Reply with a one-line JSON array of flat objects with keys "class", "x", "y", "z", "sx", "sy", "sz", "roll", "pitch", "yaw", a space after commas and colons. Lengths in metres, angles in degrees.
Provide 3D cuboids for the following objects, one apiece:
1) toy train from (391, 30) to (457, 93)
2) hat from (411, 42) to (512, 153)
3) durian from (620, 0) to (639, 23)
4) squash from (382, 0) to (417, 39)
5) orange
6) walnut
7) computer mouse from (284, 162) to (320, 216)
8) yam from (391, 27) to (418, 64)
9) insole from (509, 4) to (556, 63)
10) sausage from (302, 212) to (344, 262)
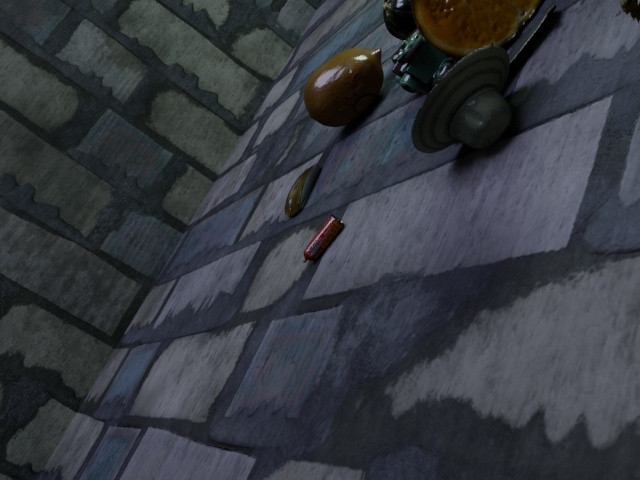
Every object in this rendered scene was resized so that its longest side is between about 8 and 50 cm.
[{"class": "toy train", "x": 0.295, "y": -0.511, "z": 1.760, "sx": 0.304, "sy": 0.150, "sz": 0.221, "roll": -55, "pitch": 9, "yaw": 3}, {"class": "hat", "x": 0.303, "y": -0.237, "z": 1.299, "sx": 0.252, "sy": 0.252, "sz": 0.110, "roll": -49, "pitch": 62, "yaw": 16}, {"class": "durian", "x": 0.531, "y": -0.413, "z": 1.038, "sx": 0.252, "sy": 0.139, "sz": 0.144, "roll": -60, "pitch": 24, "yaw": -15}, {"class": "squash", "x": 0.267, "y": -0.710, "z": 2.091, "sx": 0.193, "sy": 0.156, "sz": 0.193, "roll": 4, "pitch": -90, "yaw": -80}, {"class": "orange", "x": 0.346, "y": -0.558, "z": 1.524, "sx": 0.274, "sy": 0.274, "sz": 0.310, "roll": -22, "pitch": 32, "yaw": 57}, {"class": "walnut", "x": 0.082, "y": -0.477, "z": 2.097, "sx": 0.298, "sy": 0.203, "sz": 0.203, "roll": -43, "pitch": 23, "yaw": 22}, {"class": "computer mouse", "x": -0.062, "y": -0.163, "z": 2.134, "sx": 0.102, "sy": 0.045, "sz": 0.199, "roll": -30, "pitch": 31, "yaw": 55}, {"class": "yam", "x": 0.307, "y": -0.611, "z": 1.994, "sx": 0.253, "sy": 0.061, "sz": 0.061, "roll": -44, "pitch": 22, "yaw": 29}, {"class": "insole", "x": 0.378, "y": -0.355, "z": 1.440, "sx": 0.348, "sy": 0.009, "sz": 0.119, "roll": -51, "pitch": 3, "yaw": 6}, {"class": "sausage", "x": 0.000, "y": 0.000, "z": 1.722, "sx": 0.145, "sy": 0.050, "sz": 0.048, "roll": -51, "pitch": 61, "yaw": 10}]
